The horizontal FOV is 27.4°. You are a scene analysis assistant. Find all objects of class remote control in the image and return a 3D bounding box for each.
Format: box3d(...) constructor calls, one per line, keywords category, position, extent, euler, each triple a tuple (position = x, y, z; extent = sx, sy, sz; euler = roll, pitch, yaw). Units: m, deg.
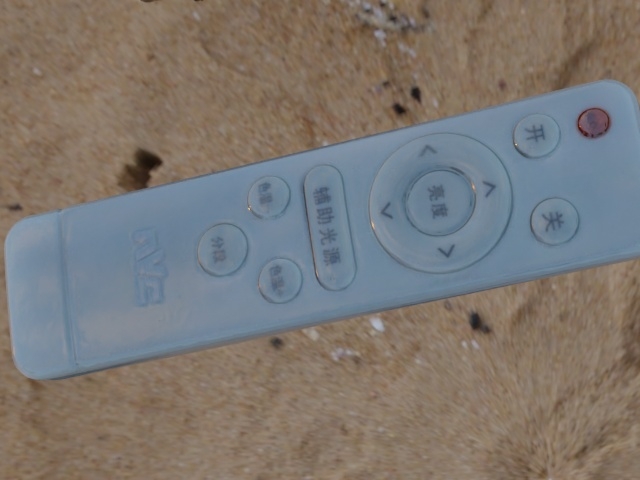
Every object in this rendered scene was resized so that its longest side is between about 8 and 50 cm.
box3d(category="remote control", position=(0.000, 0.000, 0.366), extent=(0.184, 0.027, 0.050), euler=(-12, 74, 13))

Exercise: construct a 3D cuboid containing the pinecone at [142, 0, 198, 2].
box3d(category="pinecone", position=(-0.108, -0.267, 0.800), extent=(0.257, 0.243, 0.243), euler=(4, 80, -10))
